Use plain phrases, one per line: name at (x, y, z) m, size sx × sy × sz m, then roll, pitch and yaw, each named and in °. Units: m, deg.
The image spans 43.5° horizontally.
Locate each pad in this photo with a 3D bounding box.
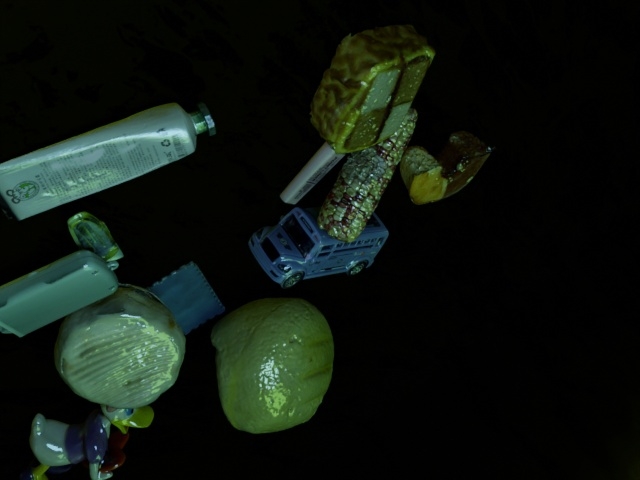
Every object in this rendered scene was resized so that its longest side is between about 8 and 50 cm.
pad at (-0.338, 0.164, 1.649) m, size 0.269 × 0.012 × 0.269 m, roll -31°, pitch 153°, yaw -9°

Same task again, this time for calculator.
calculator at (-0.447, 0.090, 1.325) m, size 0.246 × 0.045 × 0.141 m, roll -25°, pitch 157°, yaw -2°

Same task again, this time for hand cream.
hand cream at (-0.317, -0.120, 1.165) m, size 0.336 × 0.076 × 0.121 m, roll -23°, pitch 146°, yaw -11°

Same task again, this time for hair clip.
hair clip at (-0.373, -0.005, 1.304) m, size 0.060 × 0.033 × 0.188 m, roll -29°, pitch 159°, yaw -10°

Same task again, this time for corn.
corn at (0.091, -0.131, 1.524) m, size 0.098 × 0.098 × 0.290 m, roll 13°, pitch 109°, yaw -56°

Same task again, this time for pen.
pen at (-0.001, -0.143, 1.521) m, size 0.197 × 0.032 × 0.053 m, roll -46°, pitch 151°, yaw 24°

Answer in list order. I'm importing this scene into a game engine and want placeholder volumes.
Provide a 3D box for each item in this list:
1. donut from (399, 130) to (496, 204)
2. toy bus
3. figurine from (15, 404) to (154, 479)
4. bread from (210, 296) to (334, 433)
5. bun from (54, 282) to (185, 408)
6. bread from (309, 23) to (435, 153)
donut at (0.250, -0.157, 1.733) m, size 0.217 × 0.085 × 0.141 m, roll -17°, pitch 149°, yaw -31°
toy bus at (0.000, 0.000, 1.650) m, size 0.292 × 0.125 × 0.133 m, roll -7°, pitch 141°, yaw -45°
figurine at (-0.497, 0.402, 1.703) m, size 0.421 × 0.154 × 0.193 m, roll -32°, pitch 117°, yaw 17°
bread at (-0.100, 0.276, 1.792) m, size 0.237 × 0.320 × 0.320 m, roll -11°, pitch 162°, yaw 22°
bun at (-0.370, 0.189, 1.481) m, size 0.239 × 0.141 × 0.239 m, roll -7°, pitch 116°, yaw -15°
bread at (0.086, -0.258, 1.368) m, size 0.181 × 0.096 × 0.222 m, roll -19°, pitch 149°, yaw -36°
